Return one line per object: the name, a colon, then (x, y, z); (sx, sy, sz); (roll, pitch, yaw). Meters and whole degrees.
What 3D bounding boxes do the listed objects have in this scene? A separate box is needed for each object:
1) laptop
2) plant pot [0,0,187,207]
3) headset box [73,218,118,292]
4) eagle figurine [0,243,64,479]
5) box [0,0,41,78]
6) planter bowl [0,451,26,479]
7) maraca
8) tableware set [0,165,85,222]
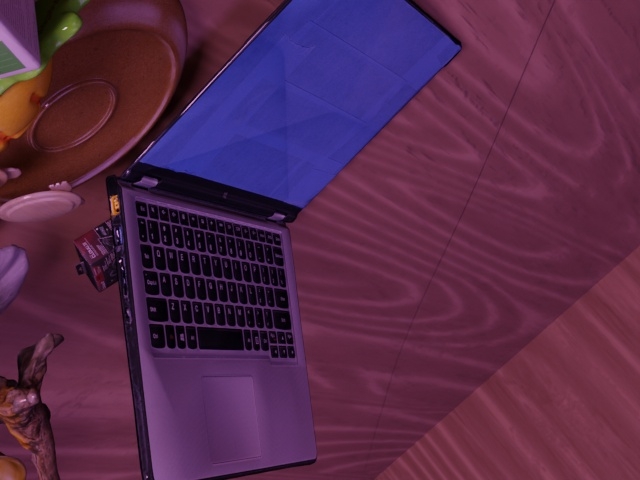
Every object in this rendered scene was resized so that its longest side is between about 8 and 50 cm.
laptop: (0.000, 0.000, 1.298); (0.236, 0.408, 0.382); (-10, 172, 20)
plant pot: (-0.194, -0.102, 1.072); (0.236, 0.032, 0.236); (-32, 158, -15)
headset box: (-0.187, 0.008, 1.302); (0.083, 0.032, 0.062); (-32, 157, -14)
eagle figurine: (-0.358, 0.123, 1.095); (0.225, 0.298, 0.226); (-93, -174, -73)
box: (-0.223, -0.144, 0.801); (0.101, 0.102, 0.087); (-14, 159, 7)
planter bowl: (-0.398, 0.241, 1.351); (0.217, 0.090, 0.217); (-34, 159, -15)
maraca: (-0.214, -0.108, 0.894); (0.185, 0.127, 0.099); (-26, 126, 27)
tableware set: (-0.268, -0.022, 1.055); (0.168, 0.020, 0.141); (-19, 164, 20)
